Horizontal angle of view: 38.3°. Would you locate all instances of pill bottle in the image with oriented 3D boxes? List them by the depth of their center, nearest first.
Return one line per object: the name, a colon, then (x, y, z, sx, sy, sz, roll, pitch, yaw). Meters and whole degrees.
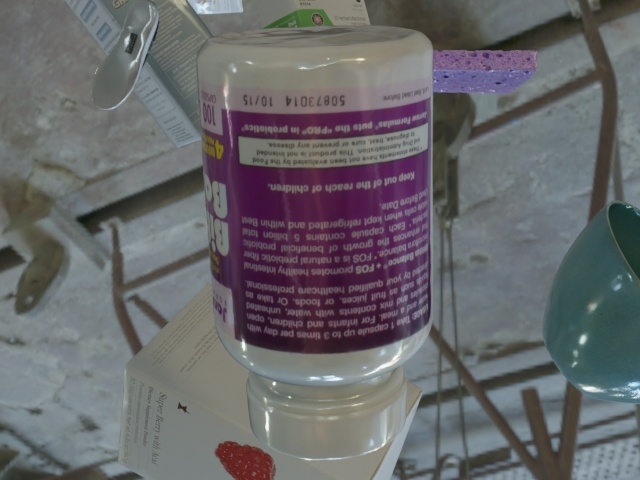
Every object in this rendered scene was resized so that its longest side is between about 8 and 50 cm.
pill bottle: (0.000, 0.000, 0.682, 0.169, 0.169, 0.301, 0, 108, 7)

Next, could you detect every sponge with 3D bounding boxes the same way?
sponge: (0.168, -0.223, 1.218, 0.210, 0.031, 0.117, 1, 175, -4)

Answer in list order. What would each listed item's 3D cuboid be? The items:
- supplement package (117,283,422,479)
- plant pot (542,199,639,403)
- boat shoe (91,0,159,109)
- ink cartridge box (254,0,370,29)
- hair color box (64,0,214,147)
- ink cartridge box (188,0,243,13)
supplement package: (-0.062, 0.216, 1.064, 0.293, 0.175, 0.177, 24, 129, 15)
plant pot: (0.430, 0.115, 1.299, 0.290, 0.290, 0.195, 32, 123, -24)
boat shoe: (-0.230, -0.221, 1.109, 0.049, 0.040, 0.142, 26, 93, 1)
ink cartridge box: (-0.023, -0.397, 1.421, 0.160, 0.219, 0.093, -14, 179, -45)
hair color box: (-0.273, -0.329, 1.408, 0.374, 0.114, 0.185, 53, 163, -14)
ink cartridge box: (-0.252, -0.461, 1.575, 0.225, 0.056, 0.181, -5, 153, -3)
